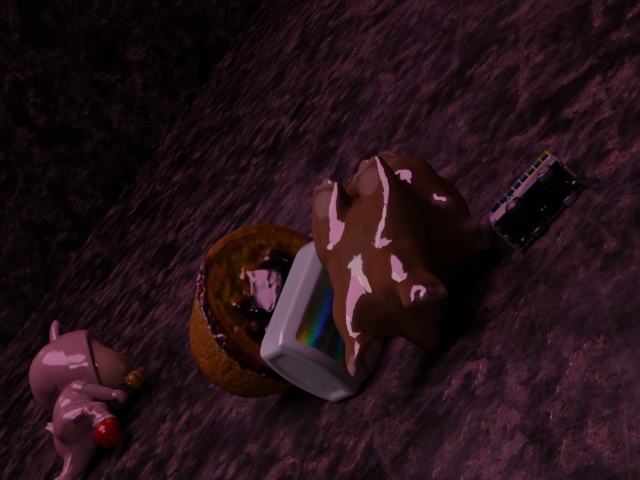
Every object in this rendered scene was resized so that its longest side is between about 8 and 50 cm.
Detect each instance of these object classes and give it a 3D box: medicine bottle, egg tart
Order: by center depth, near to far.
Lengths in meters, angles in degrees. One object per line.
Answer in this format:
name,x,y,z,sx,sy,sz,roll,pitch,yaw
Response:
medicine bottle,0.020,0.064,1.765,0.083,0.121,0.229,-31,32,52
egg tart,-0.064,0.098,1.852,0.215,0.215,0.171,-61,4,-35

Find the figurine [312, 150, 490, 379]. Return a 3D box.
figurine,0.098,0.018,1.656,0.177,0.173,0.247,-46,47,26

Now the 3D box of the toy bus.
toy bus,0.229,-0.044,1.619,0.102,0.052,0.058,-46,16,7

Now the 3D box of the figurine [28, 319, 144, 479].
figurine,-0.371,0.264,2.418,0.186,0.176,0.287,-9,36,-6

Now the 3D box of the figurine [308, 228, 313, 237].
figurine,0.000,0.000,2.137,0.083,0.050,0.047,-46,22,13
